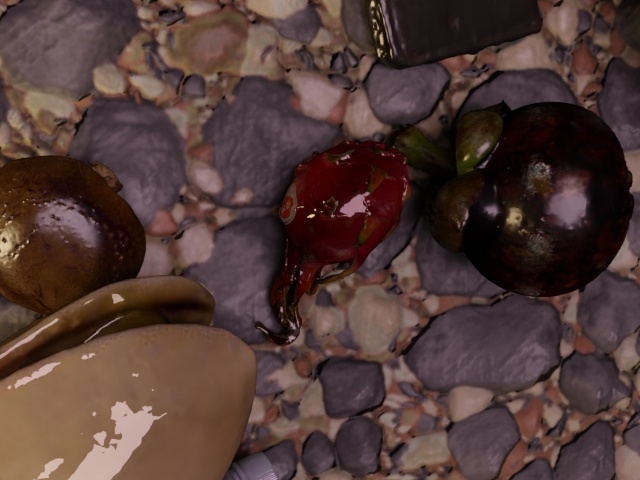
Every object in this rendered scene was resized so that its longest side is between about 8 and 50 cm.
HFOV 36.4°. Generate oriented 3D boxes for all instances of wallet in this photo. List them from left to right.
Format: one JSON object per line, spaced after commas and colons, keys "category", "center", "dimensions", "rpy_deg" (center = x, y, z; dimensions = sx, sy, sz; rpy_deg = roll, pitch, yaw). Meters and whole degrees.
{"category": "wallet", "center": [0.088, -0.303, 0.795], "dimensions": [0.165, 0.042, 0.309], "rpy_deg": [-19, 106, -22]}

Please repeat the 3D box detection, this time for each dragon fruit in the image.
{"category": "dragon fruit", "center": [0.000, 0.000, 0.779], "dimensions": [0.094, 0.094, 0.190], "rpy_deg": [30, 97, -24]}

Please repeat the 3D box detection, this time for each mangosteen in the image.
{"category": "mangosteen", "center": [0.167, -0.032, 0.807], "dimensions": [0.184, 0.172, 0.172], "rpy_deg": [-11, 102, -17]}

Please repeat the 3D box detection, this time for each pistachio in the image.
{"category": "pistachio", "center": [-0.186, 0.151, 0.653], "dimensions": [0.318, 0.193, 0.214], "rpy_deg": [-45, 139, -4]}

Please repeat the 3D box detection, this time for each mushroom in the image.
{"category": "mushroom", "center": [-0.191, -0.001, 0.706], "dimensions": [0.127, 0.087, 0.127], "rpy_deg": [-2, 113, -6]}

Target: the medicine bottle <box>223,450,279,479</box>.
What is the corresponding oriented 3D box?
{"category": "medicine bottle", "center": [-0.090, 0.215, 0.773], "dimensions": [0.118, 0.074, 0.055], "rpy_deg": [-21, 104, -19]}
